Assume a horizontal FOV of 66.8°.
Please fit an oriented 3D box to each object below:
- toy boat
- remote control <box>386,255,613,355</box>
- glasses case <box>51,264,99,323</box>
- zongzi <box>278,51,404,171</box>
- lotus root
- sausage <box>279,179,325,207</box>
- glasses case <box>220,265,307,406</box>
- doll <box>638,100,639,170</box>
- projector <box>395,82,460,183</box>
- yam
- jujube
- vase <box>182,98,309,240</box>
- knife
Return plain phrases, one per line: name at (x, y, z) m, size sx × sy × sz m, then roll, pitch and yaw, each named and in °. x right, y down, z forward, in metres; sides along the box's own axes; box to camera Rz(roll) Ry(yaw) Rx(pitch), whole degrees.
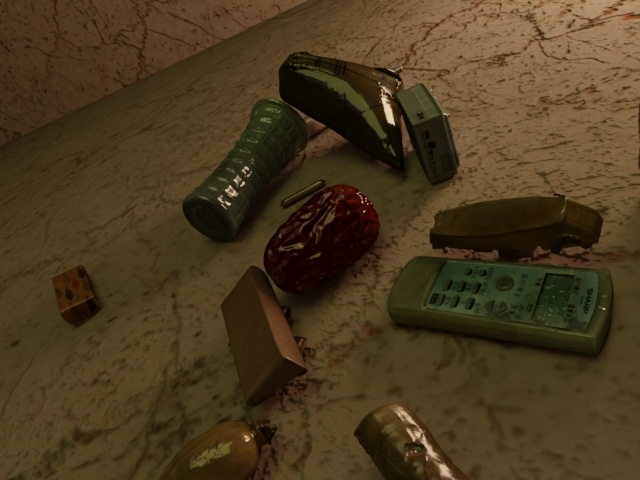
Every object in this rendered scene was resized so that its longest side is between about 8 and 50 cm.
toy boat at (0.222, -0.011, 0.584) m, size 0.206 × 0.072 × 0.064 m, roll -3°, pitch 55°, yaw 48°
remote control at (0.189, 0.064, 0.538) m, size 0.233 × 0.038 × 0.098 m, roll 4°, pitch 46°, yaw 38°
glasses case at (-0.481, 0.105, 0.954) m, size 0.064 × 0.041 × 0.170 m, roll -29°, pitch 31°, yaw -22°
zongzi at (0.031, -0.238, 0.908) m, size 0.260 × 0.123 × 0.289 m, roll 13°, pitch 45°, yaw -2°
lotus root at (-0.108, 0.232, 0.502) m, size 0.150 × 0.062 × 0.073 m, roll -31°, pitch 11°, yaw -8°
sausage at (-0.033, -0.089, 0.919) m, size 0.100 × 0.015 × 0.015 m, roll -30°, pitch 34°, yaw -3°
glasses case at (-0.074, 0.131, 0.622) m, size 0.102 × 0.070 × 0.193 m, roll -53°, pitch 33°, yaw 13°
doll at (0.448, -0.082, 0.499) m, size 0.149 × 0.175 × 0.278 m, roll -56°, pitch 32°, yaw 29°
projector at (0.179, -0.180, 0.801) m, size 0.061 × 0.115 × 0.147 m, roll -18°, pitch 34°, yaw 10°
yam at (0.122, 0.226, 0.346) m, size 0.066 × 0.066 × 0.299 m, roll -36°, pitch 35°, yaw -13°
jujube at (0.000, 0.000, 0.686) m, size 0.176 × 0.112 × 0.109 m, roll -39°, pitch 8°, yaw -5°
vase at (-0.146, -0.140, 0.963) m, size 0.143 × 0.143 × 0.299 m, roll -1°, pitch 45°, yaw 34°
knife at (0.073, -0.342, 1.178) m, size 0.336 × 0.043 × 0.081 m, roll -37°, pitch 28°, yaw -25°
